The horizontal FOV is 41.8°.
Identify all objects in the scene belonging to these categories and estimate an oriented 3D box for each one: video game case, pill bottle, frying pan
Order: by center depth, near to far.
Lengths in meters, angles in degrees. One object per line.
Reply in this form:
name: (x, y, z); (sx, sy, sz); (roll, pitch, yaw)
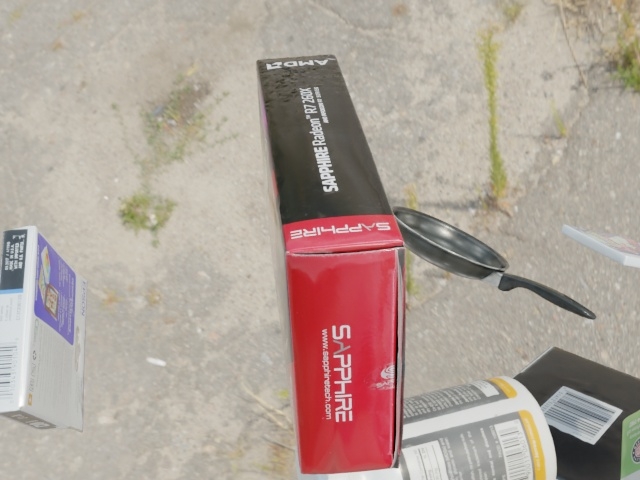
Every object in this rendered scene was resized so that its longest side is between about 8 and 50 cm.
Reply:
pill bottle: (0.121, 0.266, 0.993); (0.279, 0.162, 0.162); (-10, 63, -15)
frying pan: (0.245, 0.034, 1.250); (0.326, 0.197, 0.053); (28, 105, 10)
video game case: (0.617, 0.020, 1.693); (0.201, 0.184, 0.023); (42, 119, 62)

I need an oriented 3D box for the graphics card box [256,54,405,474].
graphics card box: (0.000, 0.000, 0.781); (0.094, 0.232, 0.370); (-5, 35, -3)

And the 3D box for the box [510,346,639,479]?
box: (0.436, 0.523, 1.586); (0.298, 0.480, 0.471); (21, 114, 31)

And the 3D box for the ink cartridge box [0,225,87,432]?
ink cartridge box: (-0.325, 0.114, 0.988); (0.045, 0.208, 0.206); (-4, 70, 1)

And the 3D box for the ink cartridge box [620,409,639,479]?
ink cartridge box: (0.361, 0.308, 0.736); (0.119, 0.207, 0.353); (17, 60, -3)
